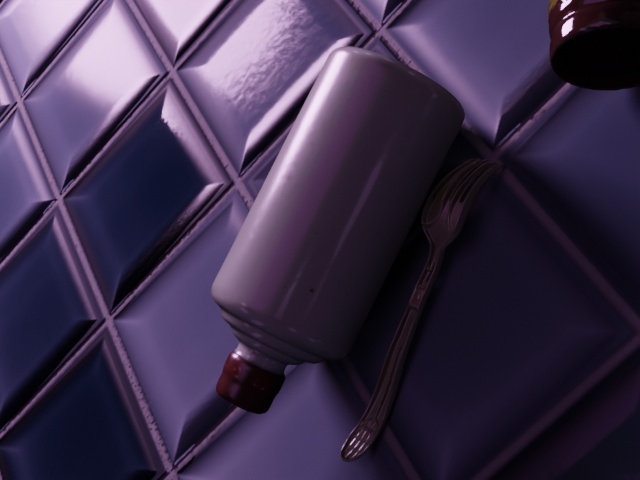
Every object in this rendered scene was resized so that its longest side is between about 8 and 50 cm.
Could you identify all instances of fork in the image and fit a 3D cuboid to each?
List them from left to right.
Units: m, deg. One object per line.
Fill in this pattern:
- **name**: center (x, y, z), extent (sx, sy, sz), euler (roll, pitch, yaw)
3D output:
- **fork**: center (0.059, 0.041, 0.685), extent (0.034, 0.028, 0.219), euler (22, 85, 40)

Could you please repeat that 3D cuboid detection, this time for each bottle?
- **bottle**: center (0.000, 0.000, 0.703), extent (0.104, 0.104, 0.245), euler (23, 85, 44)

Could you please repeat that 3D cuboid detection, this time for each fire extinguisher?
- **fire extinguisher**: center (0.199, -0.221, 0.669), extent (0.106, 0.075, 0.252), euler (1, 67, 11)
